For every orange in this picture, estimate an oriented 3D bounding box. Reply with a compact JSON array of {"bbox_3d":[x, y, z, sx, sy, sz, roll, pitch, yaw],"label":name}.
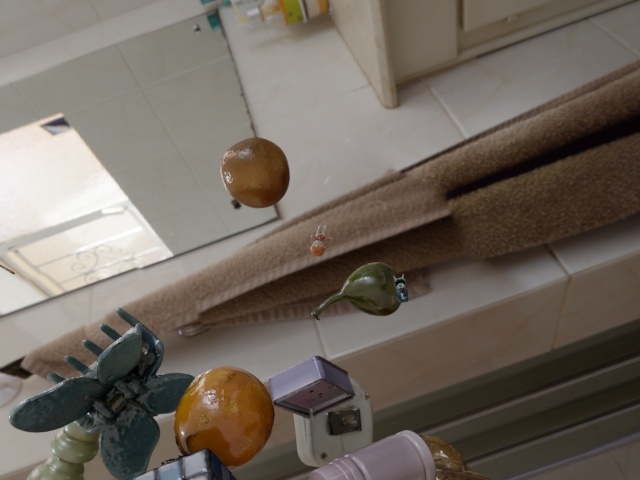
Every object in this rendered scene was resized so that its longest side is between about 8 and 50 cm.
[{"bbox_3d":[-0.180,-0.189,1.435,0.206,0.206,0.205,-19,-90,-90],"label":"orange"},{"bbox_3d":[-0.237,0.433,1.248,0.246,0.246,0.245,-19,-90,-90],"label":"orange"}]

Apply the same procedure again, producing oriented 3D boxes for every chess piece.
[{"bbox_3d":[-0.747,0.637,1.523,0.182,0.183,0.330,66,-131,-86],"label":"chess piece"}]

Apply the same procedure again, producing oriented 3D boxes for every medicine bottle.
[{"bbox_3d":[0.111,0.504,1.078,0.133,0.250,0.133,20,114,55],"label":"medicine bottle"}]

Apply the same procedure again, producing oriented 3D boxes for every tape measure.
[{"bbox_3d":[0.032,0.522,1.511,0.130,0.265,0.257,-34,61,55],"label":"tape measure"}]

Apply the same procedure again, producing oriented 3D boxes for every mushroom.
[{"bbox_3d":[0.375,0.671,1.367,0.345,0.346,0.259,70,-149,-57],"label":"mushroom"}]

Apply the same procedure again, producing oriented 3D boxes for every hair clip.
[{"bbox_3d":[-0.539,0.367,1.314,0.238,0.318,0.392,29,163,52],"label":"hair clip"}]

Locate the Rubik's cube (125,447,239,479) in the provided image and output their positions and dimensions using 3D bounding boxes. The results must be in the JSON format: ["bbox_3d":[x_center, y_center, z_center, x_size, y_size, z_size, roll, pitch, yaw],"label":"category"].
[{"bbox_3d":[-0.286,0.652,1.029,0.293,0.292,0.286,-117,4,-49],"label":"Rubik's cube"}]

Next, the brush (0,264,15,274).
[{"bbox_3d":[-1.091,0.080,1.717,0.014,0.170,0.043,-60,-19,-22],"label":"brush"}]

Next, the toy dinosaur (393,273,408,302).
[{"bbox_3d":[0.201,0.122,1.270,0.083,0.031,0.047,-94,-9,-48],"label":"toy dinosaur"}]

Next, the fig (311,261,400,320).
[{"bbox_3d":[0.093,0.146,1.397,0.151,0.260,0.151,169,90,-84],"label":"fig"}]

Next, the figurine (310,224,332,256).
[{"bbox_3d":[0.000,0.000,1.457,0.047,0.064,0.109,80,-163,-47],"label":"figurine"}]

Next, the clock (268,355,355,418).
[{"bbox_3d":[-0.018,0.357,1.227,0.193,0.145,0.073,46,-159,-52],"label":"clock"}]
